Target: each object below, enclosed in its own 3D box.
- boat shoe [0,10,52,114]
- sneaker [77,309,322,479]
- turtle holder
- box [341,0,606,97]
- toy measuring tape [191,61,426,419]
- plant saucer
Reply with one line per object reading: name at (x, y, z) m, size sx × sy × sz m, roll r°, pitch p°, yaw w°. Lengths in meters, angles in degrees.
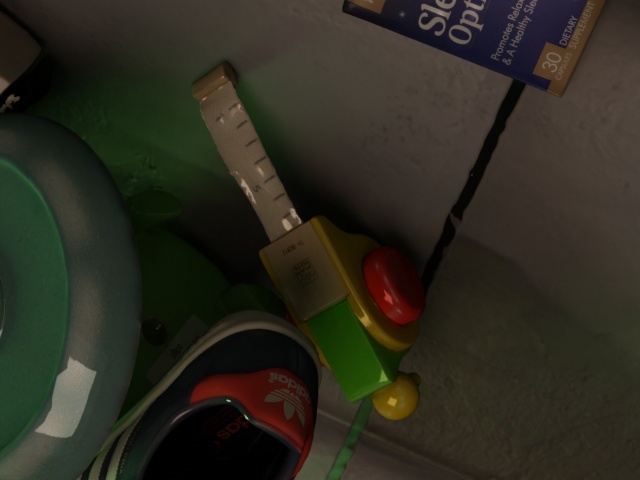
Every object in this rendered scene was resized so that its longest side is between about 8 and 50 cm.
boat shoe at (-0.397, -0.185, 1.284) m, size 0.340 × 0.127 × 0.158 m, roll 42°, pitch 118°, yaw -11°
sneaker at (-0.127, 0.212, 1.162) m, size 0.131 × 0.148 × 0.350 m, roll 30°, pitch 111°, yaw -18°
turtle holder at (-0.208, 0.103, 1.330) m, size 0.320 × 0.243 × 0.227 m, roll 21°, pitch 140°, yaw -29°
box at (0.108, -0.212, 1.206) m, size 0.225 × 0.036 × 0.136 m, roll 22°, pitch 121°, yaw 2°
toy measuring tape at (0.000, 0.000, 1.332) m, size 0.121 × 0.121 × 0.330 m, roll -30°, pitch 86°, yaw 26°
plant saucer at (-0.266, 0.055, 1.212) m, size 0.317 × 0.043 × 0.318 m, roll -6°, pitch 80°, yaw 36°
